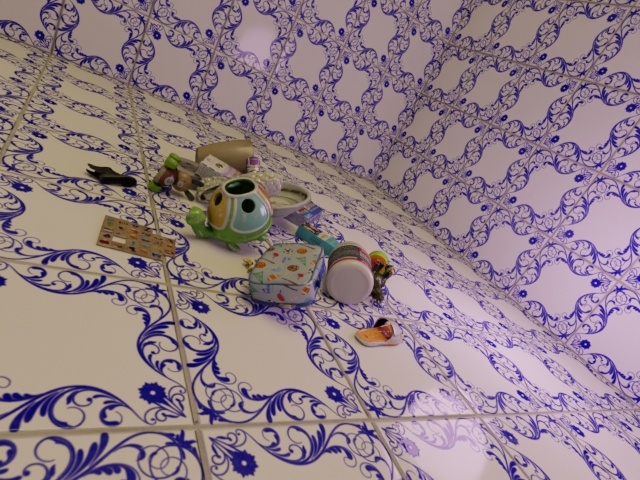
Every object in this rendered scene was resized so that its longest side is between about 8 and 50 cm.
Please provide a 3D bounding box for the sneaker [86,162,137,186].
[{"bbox_3d":[-0.820,-0.258,1.661,0.170,0.051,0.089,-1,39,-48],"label":"sneaker"}]

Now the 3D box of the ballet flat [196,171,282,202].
[{"bbox_3d":[-0.367,-0.215,1.883,0.407,0.147,0.147,-3,15,12],"label":"ballet flat"}]

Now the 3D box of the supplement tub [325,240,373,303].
[{"bbox_3d":[0.122,0.127,1.771,0.191,0.191,0.272,26,20,-6],"label":"supplement tub"}]

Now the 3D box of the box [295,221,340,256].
[{"bbox_3d":[0.000,0.000,2.116,0.244,0.060,0.100,33,20,11],"label":"box"}]

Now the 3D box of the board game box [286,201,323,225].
[{"bbox_3d":[-0.168,-0.202,2.381,0.317,0.066,0.318,30,19,5],"label":"board game box"}]

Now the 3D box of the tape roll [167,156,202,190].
[{"bbox_3d":[-0.643,-0.325,2.037,0.219,0.072,0.219,24,20,-9],"label":"tape roll"}]

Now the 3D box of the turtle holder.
[{"bbox_3d":[-0.345,-0.119,1.640,0.319,0.228,0.244,1,44,-8],"label":"turtle holder"}]

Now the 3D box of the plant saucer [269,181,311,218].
[{"bbox_3d":[-0.248,-0.194,2.101,0.399,0.101,0.401,4,25,-2],"label":"plant saucer"}]

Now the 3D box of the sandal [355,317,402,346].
[{"bbox_3d":[0.238,0.338,1.575,0.265,0.076,0.102,5,31,-49],"label":"sandal"}]

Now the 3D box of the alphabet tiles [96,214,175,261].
[{"bbox_3d":[-0.599,-0.004,1.396,0.237,0.009,0.198,19,21,-27],"label":"alphabet tiles"}]

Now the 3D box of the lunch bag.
[{"bbox_3d":[-0.103,0.118,1.455,0.242,0.115,0.303,3,29,11],"label":"lunch bag"}]

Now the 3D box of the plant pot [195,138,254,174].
[{"bbox_3d":[-0.517,-0.418,2.238,0.273,0.257,0.256,0,30,-24],"label":"plant pot"}]

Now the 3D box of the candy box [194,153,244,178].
[{"bbox_3d":[-0.484,-0.320,2.033,0.196,0.070,0.165,30,22,-11],"label":"candy box"}]

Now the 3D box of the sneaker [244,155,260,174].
[{"bbox_3d":[-0.332,-0.318,2.047,0.102,0.161,0.282,-1,28,-15],"label":"sneaker"}]

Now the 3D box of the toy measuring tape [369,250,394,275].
[{"bbox_3d":[0.237,0.079,2.162,0.329,0.122,0.121,30,20,4],"label":"toy measuring tape"}]

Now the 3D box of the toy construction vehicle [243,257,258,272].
[{"bbox_3d":[-0.243,0.103,1.583,0.085,0.035,0.098,-8,37,-42],"label":"toy construction vehicle"}]

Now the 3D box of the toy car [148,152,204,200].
[{"bbox_3d":[-0.608,-0.253,1.817,0.188,0.155,0.149,35,16,-21],"label":"toy car"}]

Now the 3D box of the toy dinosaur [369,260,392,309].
[{"bbox_3d":[0.256,0.179,1.913,0.120,0.161,0.313,31,12,3],"label":"toy dinosaur"}]
